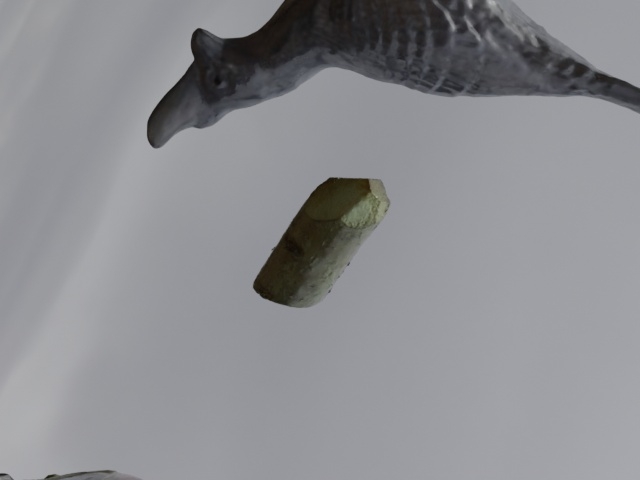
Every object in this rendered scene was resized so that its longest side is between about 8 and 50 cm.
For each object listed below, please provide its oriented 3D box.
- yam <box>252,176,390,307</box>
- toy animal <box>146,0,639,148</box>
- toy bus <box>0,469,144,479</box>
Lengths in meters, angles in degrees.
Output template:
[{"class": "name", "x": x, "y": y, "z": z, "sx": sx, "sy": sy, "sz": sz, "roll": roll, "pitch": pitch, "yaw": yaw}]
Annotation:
[{"class": "yam", "x": 0.000, "y": 0.000, "z": 1.528, "sx": 0.146, "sy": 0.070, "sz": 0.069, "roll": -55, "pitch": -160, "yaw": 23}, {"class": "toy animal", "x": 0.084, "y": -0.148, "z": 1.008, "sx": 0.081, "sy": 0.367, "sz": 0.205, "roll": -99, "pitch": -168, "yaw": -80}, {"class": "toy bus", "x": -0.110, "y": 0.250, "z": 0.681, "sx": 0.179, "sy": 0.143, "sz": 0.305, "roll": -17, "pitch": -94, "yaw": 41}]
